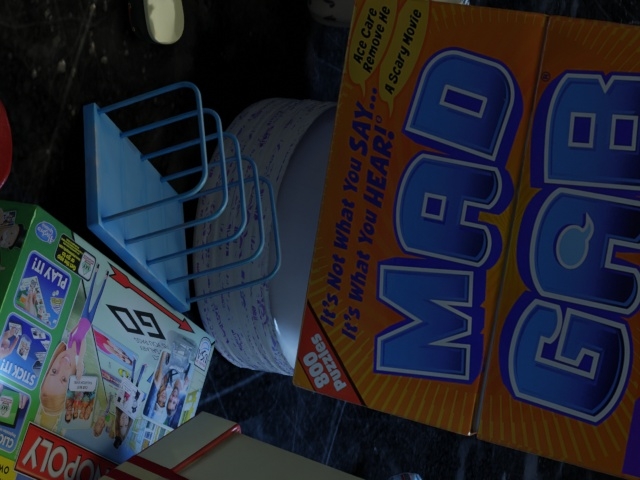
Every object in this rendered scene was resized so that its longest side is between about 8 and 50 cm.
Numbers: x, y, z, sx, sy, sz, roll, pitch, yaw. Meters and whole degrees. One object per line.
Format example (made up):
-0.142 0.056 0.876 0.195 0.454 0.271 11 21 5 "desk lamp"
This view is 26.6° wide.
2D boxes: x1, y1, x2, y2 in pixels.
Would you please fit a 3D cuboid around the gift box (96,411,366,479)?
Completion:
-0.093 0.321 1.055 0.255 0.258 0.276 -24 120 -45 "gift box"

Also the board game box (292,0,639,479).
0.236 -0.014 1.260 0.356 0.356 0.356 -3 104 -62 "board game box"

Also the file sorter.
-0.113 -0.036 1.139 0.170 0.105 0.118 53 26 -56 "file sorter"

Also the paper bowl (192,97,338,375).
0.000 0.000 1.382 0.284 0.148 0.284 -30 124 -59 "paper bowl"

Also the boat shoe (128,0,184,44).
-0.142 -0.233 1.147 0.049 0.042 0.133 -9 105 -38 "boat shoe"

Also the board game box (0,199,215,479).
-0.199 0.127 1.110 0.317 0.046 0.213 46 54 -59 "board game box"

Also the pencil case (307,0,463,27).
0.041 -0.413 1.318 0.160 0.184 0.410 -45 135 -40 "pencil case"

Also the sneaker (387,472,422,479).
0.113 0.404 1.762 0.125 0.104 0.261 -101 -165 -49 "sneaker"

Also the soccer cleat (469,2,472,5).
0.190 -0.216 1.829 0.121 0.093 0.289 -44 149 -8 "soccer cleat"

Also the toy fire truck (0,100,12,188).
-0.318 -0.110 0.702 0.302 0.169 0.253 -10 81 -64 "toy fire truck"

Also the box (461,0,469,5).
0.120 -0.388 1.596 0.113 0.094 0.275 -23 117 -60 "box"
